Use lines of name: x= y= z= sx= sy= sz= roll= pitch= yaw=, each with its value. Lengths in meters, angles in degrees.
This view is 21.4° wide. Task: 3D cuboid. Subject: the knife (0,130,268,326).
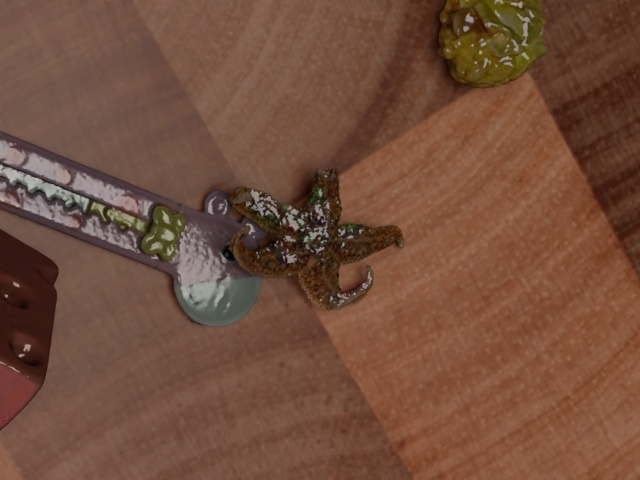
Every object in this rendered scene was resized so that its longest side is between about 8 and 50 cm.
knife: x=-0.228 y=-0.035 z=1.623 sx=0.398 sy=0.038 sz=0.132 roll=23 pitch=81 yaw=-18

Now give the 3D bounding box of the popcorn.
popcorn: x=0.175 y=-0.214 z=1.718 sx=0.121 sy=0.106 sz=0.116 roll=-49 pitch=116 yaw=-11

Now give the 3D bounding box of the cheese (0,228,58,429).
cheese: x=-0.344 y=0.104 z=1.559 sx=0.128 sy=0.203 sz=0.177 roll=32 pitch=114 yaw=-22

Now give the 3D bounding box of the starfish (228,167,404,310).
starfish: x=-0.005 y=-0.004 z=1.694 sx=0.209 sy=0.053 sz=0.150 roll=-2 pitch=111 yaw=-30
